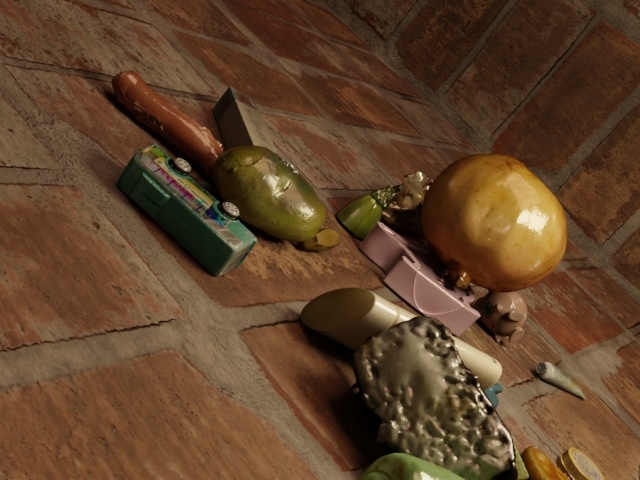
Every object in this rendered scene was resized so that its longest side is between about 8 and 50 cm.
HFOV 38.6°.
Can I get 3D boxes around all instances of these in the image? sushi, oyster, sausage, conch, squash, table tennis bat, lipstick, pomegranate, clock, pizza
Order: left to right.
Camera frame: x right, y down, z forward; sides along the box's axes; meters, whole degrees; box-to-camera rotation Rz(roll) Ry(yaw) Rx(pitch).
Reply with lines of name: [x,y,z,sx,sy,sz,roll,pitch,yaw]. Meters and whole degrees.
sausage: [-0.299,-0.232,1.839,0.304,0.078,0.078,40,20,0]
lipstick: [-0.159,-0.216,2.037,0.076,0.080,0.371,27,24,-33]
squash: [0.117,-0.078,2.150,0.105,0.132,0.105,36,19,-15]
oyster: [0.245,-0.078,2.376,0.198,0.133,0.337,49,25,18]
clock: [0.223,0.063,2.122,0.290,0.080,0.275,36,20,-13]
sushi: [0.163,0.276,1.443,0.182,0.196,0.343,87,-23,-55]
conch: [0.153,0.386,1.242,0.250,0.137,0.143,32,25,-15]
table tennis bat: [0.336,0.309,1.897,0.155,0.019,0.100,7,38,-53]
pomegranate: [0.385,-0.024,2.091,0.338,0.338,0.338,34,21,-15]
pizza: [0.446,0.473,1.692,0.193,0.053,0.201,39,9,3]

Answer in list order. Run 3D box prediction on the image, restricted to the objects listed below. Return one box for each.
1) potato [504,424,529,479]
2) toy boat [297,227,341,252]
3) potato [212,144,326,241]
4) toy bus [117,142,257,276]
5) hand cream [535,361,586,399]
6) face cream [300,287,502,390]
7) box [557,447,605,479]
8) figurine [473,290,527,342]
potato: [0.300,0.373,1.666,0.120,0.081,0.149,65,-5,-19]
toy boat: [0.000,0.000,1.913,0.149,0.049,0.047,-7,81,-66]
potato: [-0.098,-0.094,1.800,0.248,0.143,0.169,36,35,-15]
toy bus: [-0.231,-0.055,1.579,0.261,0.091,0.109,41,27,7]
hand cream: [0.591,0.339,2.242,0.194,0.042,0.067,28,22,-40]
face cream: [0.147,0.184,1.639,0.348,0.173,0.081,30,59,-27]
box: [0.534,0.474,1.871,0.105,0.037,0.105,35,21,-15]
figurine: [0.439,0.174,2.217,0.125,0.125,0.138,24,15,-36]
